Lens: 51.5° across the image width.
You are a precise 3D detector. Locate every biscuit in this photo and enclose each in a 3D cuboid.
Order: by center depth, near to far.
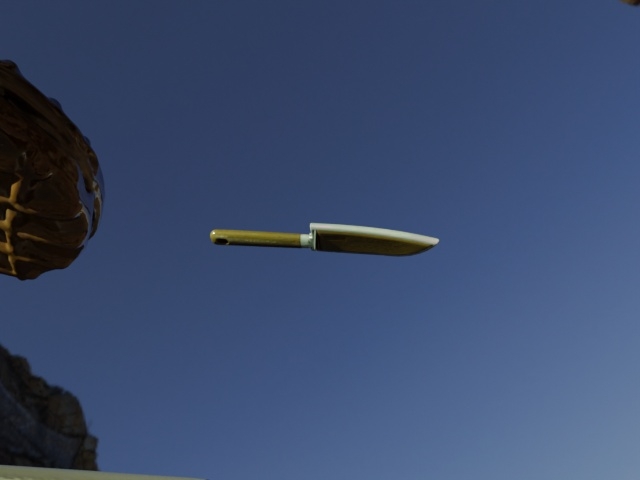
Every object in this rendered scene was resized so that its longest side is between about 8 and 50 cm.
[{"bbox_3d":[-0.387,-0.097,0.713,0.268,0.115,0.366,-12,-43,30],"label":"biscuit"}]

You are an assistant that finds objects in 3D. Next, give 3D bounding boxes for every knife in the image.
[{"bbox_3d":[0.000,-0.001,0.973,0.343,0.027,0.061,4,-36,9],"label":"knife"}]

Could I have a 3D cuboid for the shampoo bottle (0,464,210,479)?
[{"bbox_3d":[-0.163,0.214,0.487,0.262,0.085,0.085,3,-42,1],"label":"shampoo bottle"}]
